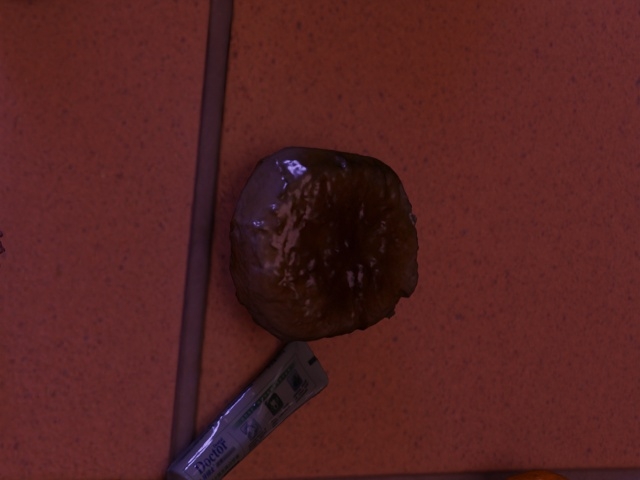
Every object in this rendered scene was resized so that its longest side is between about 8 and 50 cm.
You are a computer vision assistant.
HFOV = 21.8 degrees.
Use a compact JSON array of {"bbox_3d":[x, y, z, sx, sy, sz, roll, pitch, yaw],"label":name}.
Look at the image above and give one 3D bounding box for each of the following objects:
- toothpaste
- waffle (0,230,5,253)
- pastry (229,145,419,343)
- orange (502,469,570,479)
[{"bbox_3d":[-0.074,0.175,1.545,0.218,0.041,0.064,-43,112,-30],"label":"toothpaste"},{"bbox_3d":[-0.299,-0.003,1.361,0.075,0.029,0.083,-30,108,-35],"label":"waffle"},{"bbox_3d":[0.000,0.000,1.547,0.193,0.093,0.182,-10,103,-38],"label":"pastry"},{"bbox_3d":[0.222,0.298,1.725,0.136,0.117,0.135,-18,142,-14],"label":"orange"}]
